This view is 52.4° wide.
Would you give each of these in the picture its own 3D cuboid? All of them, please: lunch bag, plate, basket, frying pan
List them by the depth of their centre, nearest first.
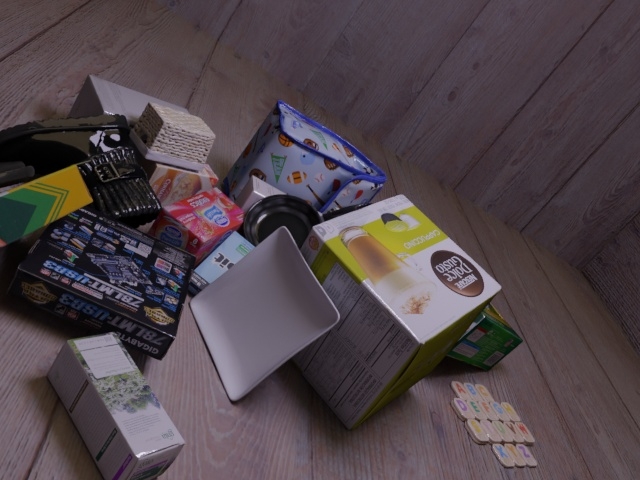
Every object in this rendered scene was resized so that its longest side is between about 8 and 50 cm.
[{"bbox_3d":[-0.117,0.149,1.343,0.045,0.277,0.278,43,11,-52],"label":"plate"},{"bbox_3d":[-0.352,-0.250,1.566,0.167,0.103,0.113,8,31,-46],"label":"basket"},{"bbox_3d":[-0.043,-0.061,1.646,0.326,0.053,0.197,-32,66,-25],"label":"frying pan"},{"bbox_3d":[-0.043,-0.157,1.906,0.385,0.328,0.239,28,30,-25],"label":"lunch bag"}]

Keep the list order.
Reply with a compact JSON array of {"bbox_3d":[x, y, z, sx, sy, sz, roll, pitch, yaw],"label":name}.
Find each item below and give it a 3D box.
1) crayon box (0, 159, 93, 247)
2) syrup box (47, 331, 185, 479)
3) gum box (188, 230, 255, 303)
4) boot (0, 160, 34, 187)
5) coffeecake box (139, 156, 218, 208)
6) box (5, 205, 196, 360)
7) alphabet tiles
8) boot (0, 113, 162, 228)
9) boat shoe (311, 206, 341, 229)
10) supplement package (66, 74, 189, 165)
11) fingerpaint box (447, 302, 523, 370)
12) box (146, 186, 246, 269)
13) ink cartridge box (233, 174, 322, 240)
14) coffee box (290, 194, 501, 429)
[{"bbox_3d":[-0.552,-0.047,1.150,0.318,0.202,0.081,-55,126,-66],"label":"crayon box"},{"bbox_3d":[-0.326,0.266,1.029,0.237,0.096,0.093,49,28,24],"label":"syrup box"},{"bbox_3d":[-0.197,0.087,1.508,0.157,0.041,0.184,39,50,2],"label":"gum box"},{"bbox_3d":[-0.634,-0.118,1.214,0.137,0.076,0.198,-26,33,-37],"label":"boot"},{"bbox_3d":[-0.374,-0.134,1.631,0.185,0.142,0.068,8,36,-48],"label":"coffeecake box"},{"bbox_3d":[-0.401,0.065,1.255,0.296,0.073,0.293,26,25,-16],"label":"box"},{"bbox_3d":[0.483,0.505,1.812,0.284,0.021,0.278,16,31,-39],"label":"alphabet tiles"},{"bbox_3d":[-0.539,-0.127,1.415,0.348,0.131,0.260,-16,83,-28],"label":"boot"},{"bbox_3d":[0.000,0.000,1.670,0.070,0.078,0.219,26,60,-16],"label":"boat shoe"},{"bbox_3d":[-0.481,-0.270,1.689,0.293,0.177,0.175,12,34,-43],"label":"supplement package"},{"bbox_3d":[0.387,0.180,1.964,0.371,0.163,0.445,53,13,32],"label":"fingerpaint box"},{"bbox_3d":[-0.293,-0.025,1.570,0.128,0.122,0.257,41,24,6],"label":"box"},{"bbox_3d":[-0.127,-0.038,1.762,0.237,0.172,0.100,28,23,-22],"label":"ink cartridge box"},{"bbox_3d":[0.133,0.153,1.484,0.338,0.338,0.334,-22,60,-44],"label":"coffee box"}]
